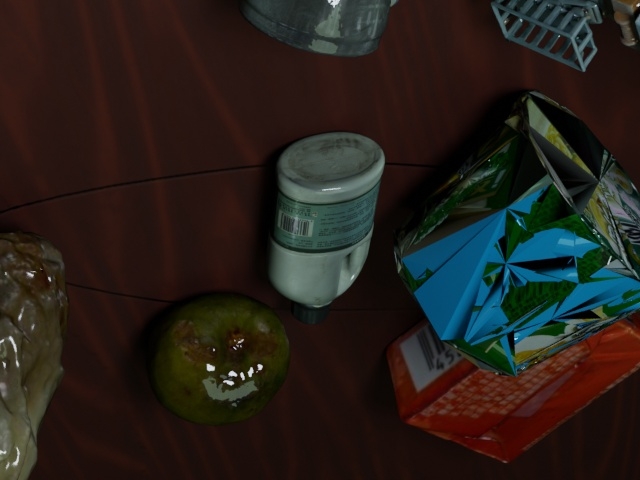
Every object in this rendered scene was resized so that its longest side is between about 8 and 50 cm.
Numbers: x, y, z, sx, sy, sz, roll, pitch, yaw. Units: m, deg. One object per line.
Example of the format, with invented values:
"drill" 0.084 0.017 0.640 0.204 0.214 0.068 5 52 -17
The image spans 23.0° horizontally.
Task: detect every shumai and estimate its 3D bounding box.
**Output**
"shumai" -0.311 0.164 1.256 0.346 0.283 0.217 -40 149 7

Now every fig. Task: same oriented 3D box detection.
"fig" -0.101 0.135 1.506 0.133 0.126 0.185 -22 144 -29

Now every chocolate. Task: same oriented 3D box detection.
"chocolate" 0.217 0.123 1.704 0.237 0.108 0.235 -41 142 19

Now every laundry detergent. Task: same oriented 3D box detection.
"laundry detergent" 0.000 0.000 1.435 0.099 0.070 0.225 -20 145 -20

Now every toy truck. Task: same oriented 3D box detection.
"toy truck" 0.238 -0.185 1.227 0.115 0.178 0.080 -54 146 -12

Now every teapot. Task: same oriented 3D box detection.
"teapot" 0.021 -0.199 1.156 0.149 0.111 0.108 3 123 -27

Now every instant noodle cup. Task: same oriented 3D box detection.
"instant noodle cup" 0.191 0.006 1.431 0.178 0.240 0.240 -40 143 22
